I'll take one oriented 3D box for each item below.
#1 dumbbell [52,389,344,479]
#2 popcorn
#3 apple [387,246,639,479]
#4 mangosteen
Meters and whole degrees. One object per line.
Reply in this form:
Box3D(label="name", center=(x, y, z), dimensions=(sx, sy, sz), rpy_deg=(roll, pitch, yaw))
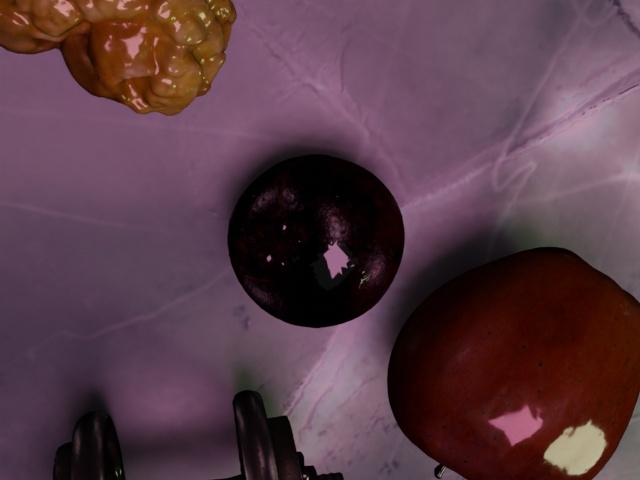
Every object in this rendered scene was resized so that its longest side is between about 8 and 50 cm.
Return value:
Box3D(label="dumbbell", center=(-0.122, 0.236, 1.024), dimensions=(0.290, 0.192, 0.192), rpy_deg=(-7, 116, -6))
Box3D(label="popcorn", center=(-0.152, -0.191, 0.849), dimensions=(0.194, 0.140, 0.163), rpy_deg=(21, 118, -9))
Box3D(label="apple", center=(0.170, 0.117, 1.011), dimensions=(0.234, 0.234, 0.234), rpy_deg=(-4, 116, -9))
Box3D(label="mangosteen", center=(0.000, 0.000, 0.973), dimensions=(0.153, 0.152, 0.152), rpy_deg=(-4, 116, -9))
